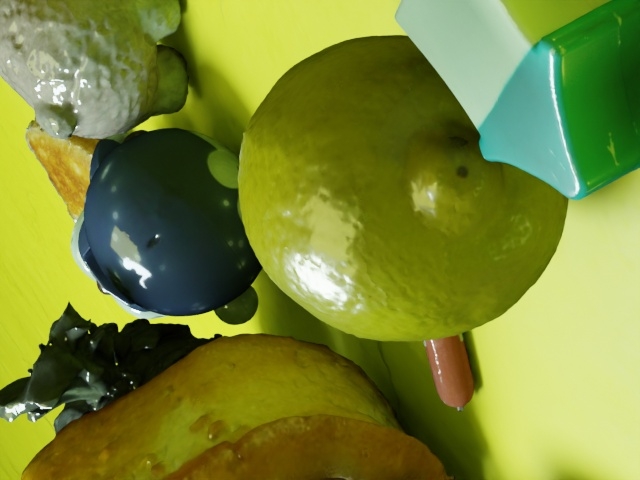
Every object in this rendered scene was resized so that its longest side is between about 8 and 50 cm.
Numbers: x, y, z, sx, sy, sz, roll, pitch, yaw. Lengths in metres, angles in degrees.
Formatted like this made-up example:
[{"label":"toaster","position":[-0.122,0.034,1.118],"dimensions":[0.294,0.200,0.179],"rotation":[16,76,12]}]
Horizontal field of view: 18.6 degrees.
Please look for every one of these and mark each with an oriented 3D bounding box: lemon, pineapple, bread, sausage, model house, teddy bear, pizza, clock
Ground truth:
[{"label":"lemon","position":[0.043,-0.031,1.134],"dimensions":[0.184,0.184,0.248],"rotation":[66,166,-14]},{"label":"pineapple","position":[-0.140,0.140,1.642],"dimensions":[0.310,0.170,0.141],"rotation":[22,-140,-49]},{"label":"bread","position":[-0.066,0.228,1.527],"dimensions":[0.337,0.358,0.204],"rotation":[51,-167,-50]},{"label":"sausage","position":[0.077,0.033,1.357],"dimensions":[0.029,0.029,0.223],"rotation":[36,148,50]},{"label":"model house","position":[0.123,-0.101,0.965],"dimensions":[0.149,0.100,0.127],"rotation":[59,160,13]},{"label":"teddy bear","position":[-0.228,-0.194,1.609],"dimensions":[0.267,0.151,0.236],"rotation":[46,153,32]},{"label":"pizza","position":[-0.203,-0.038,1.897],"dimensions":[0.201,0.053,0.193],"rotation":[38,151,24]},{"label":"clock","position":[-0.125,-0.007,1.634],"dimensions":[0.199,0.146,0.243],"rotation":[50,165,-3]}]
